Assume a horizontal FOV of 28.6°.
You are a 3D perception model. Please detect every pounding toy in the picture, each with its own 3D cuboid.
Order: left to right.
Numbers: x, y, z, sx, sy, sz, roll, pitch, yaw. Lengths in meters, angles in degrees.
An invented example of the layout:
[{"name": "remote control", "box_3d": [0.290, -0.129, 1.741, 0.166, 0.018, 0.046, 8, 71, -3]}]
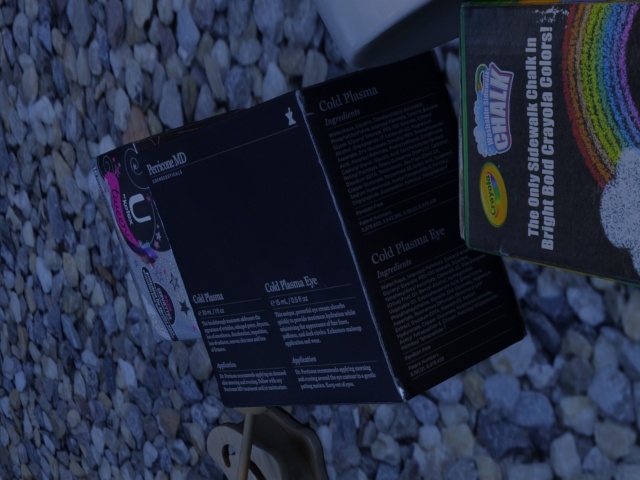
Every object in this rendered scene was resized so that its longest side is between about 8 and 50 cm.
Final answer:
[{"name": "pounding toy", "box_3d": [-0.094, 0.315, 1.653, 0.154, 0.155, 0.269, 1, 109, 48]}]

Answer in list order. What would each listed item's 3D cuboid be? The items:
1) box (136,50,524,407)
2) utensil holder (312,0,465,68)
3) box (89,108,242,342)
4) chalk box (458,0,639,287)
[{"name": "box", "box_3d": [0.000, 0.000, 1.338, 0.343, 0.179, 0.312, -11, 100, 55]}, {"name": "utensil holder", "box_3d": [0.072, -0.364, 0.927, 0.328, 0.328, 0.385, -26, 89, 55]}, {"name": "box", "box_3d": [-0.152, -0.016, 1.544, 0.142, 0.163, 0.247, -13, 98, 57]}, {"name": "chalk box", "box_3d": [0.212, -0.080, 0.859, 0.289, 0.179, 0.180, 16, 111, 55]}]
